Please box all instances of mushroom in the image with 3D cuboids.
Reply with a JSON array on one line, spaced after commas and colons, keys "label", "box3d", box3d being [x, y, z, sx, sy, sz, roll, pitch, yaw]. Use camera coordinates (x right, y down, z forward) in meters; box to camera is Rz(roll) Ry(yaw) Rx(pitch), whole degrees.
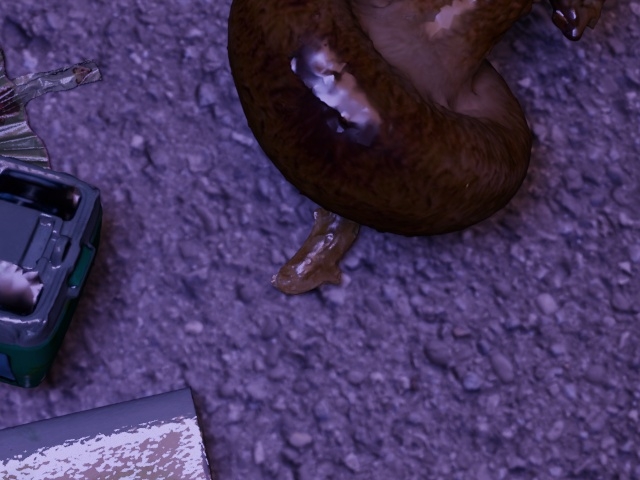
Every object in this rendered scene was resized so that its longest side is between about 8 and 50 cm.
[{"label": "mushroom", "box3d": [0.106, -0.174, 1.229, 0.356, 0.334, 0.331, -16, 95, 30]}]

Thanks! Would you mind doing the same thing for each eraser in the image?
[{"label": "eraser", "box3d": [-0.217, 0.252, 1.241, 0.227, 0.081, 0.174, -12, 81, -8]}]

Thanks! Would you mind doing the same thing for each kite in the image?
[{"label": "kite", "box3d": [-0.360, -0.133, 1.339, 0.268, 0.013, 0.322, -26, 84, -8]}]

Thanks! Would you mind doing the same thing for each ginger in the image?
[{"label": "ginger", "box3d": [0.005, 0.003, 1.328, 0.057, 0.044, 0.137, 36, 83, -27]}]

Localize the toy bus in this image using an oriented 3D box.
[{"label": "toy bus", "box3d": [-0.388, 0.010, 1.211, 0.344, 0.199, 0.183, 17, 58, 0]}]
